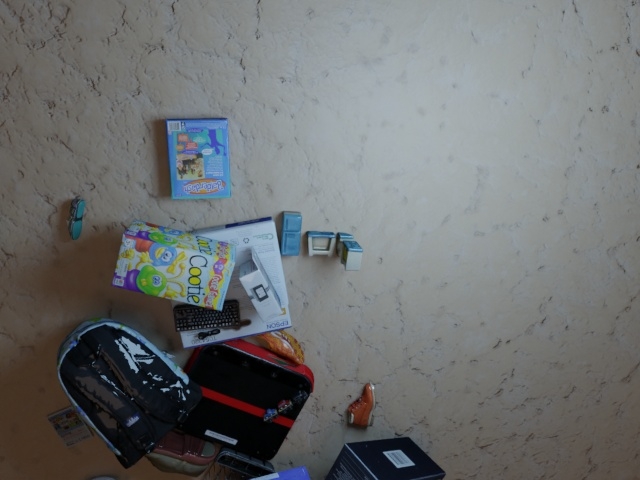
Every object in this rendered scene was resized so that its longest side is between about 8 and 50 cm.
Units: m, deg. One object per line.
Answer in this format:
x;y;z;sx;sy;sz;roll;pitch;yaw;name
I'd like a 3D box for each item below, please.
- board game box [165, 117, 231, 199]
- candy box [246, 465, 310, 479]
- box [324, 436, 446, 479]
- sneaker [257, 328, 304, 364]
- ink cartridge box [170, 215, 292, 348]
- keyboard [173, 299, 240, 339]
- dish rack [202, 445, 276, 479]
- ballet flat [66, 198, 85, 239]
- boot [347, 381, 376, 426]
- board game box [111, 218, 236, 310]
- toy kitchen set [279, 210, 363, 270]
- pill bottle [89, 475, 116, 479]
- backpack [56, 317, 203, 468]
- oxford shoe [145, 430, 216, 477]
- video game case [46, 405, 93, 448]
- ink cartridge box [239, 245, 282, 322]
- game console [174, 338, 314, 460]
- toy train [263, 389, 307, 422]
-0.322;-0.217;1.459;0.160;0.047;0.210;-2;106;-9;board game box
-0.174;0.876;1.699;0.268;0.122;0.317;-3;119;-25;candy box
0.164;0.794;1.686;0.343;0.179;0.313;17;104;-45;box
-0.117;0.312;1.648;0.067;0.064;0.175;-39;104;25;sneaker
-0.265;0.120;1.556;0.324;0.071;0.330;-10;110;-6;ink cartridge box
-0.315;0.227;1.535;0.180;0.023;0.108;-5;108;-6;keyboard
-0.285;0.793;1.747;0.208;0.074;0.272;28;100;-15;dish rack
-0.656;-0.059;1.464;0.041;0.041;0.114;14;103;-12;ballet flat
0.132;0.520;1.741;0.084;0.059;0.158;5;106;-5;boot
-0.369;0.062;1.412;0.275;0.142;0.144;14;105;-12;board game box
0.000;0.000;1.509;0.207;0.166;0.122;2;106;-10;toy kitchen set
-0.669;0.846;1.680;0.117;0.117;0.215;-3;107;-8;pill bottle
-0.551;0.377;1.491;0.290;0.273;0.356;-45;121;-15;backpack
-0.496;0.632;1.645;0.348;0.123;0.130;25;108;-13;oxford shoe
-0.747;0.556;1.639;0.087;0.011;0.122;-23;108;-1;video game case
-0.170;0.117;1.480;0.060;0.104;0.180;-25;109;0;ink cartridge box
-0.243;0.479;1.677;0.386;0.060;0.342;25;104;-14;game console
-0.110;0.500;1.656;0.158;0.027;0.036;-34;106;5;toy train
